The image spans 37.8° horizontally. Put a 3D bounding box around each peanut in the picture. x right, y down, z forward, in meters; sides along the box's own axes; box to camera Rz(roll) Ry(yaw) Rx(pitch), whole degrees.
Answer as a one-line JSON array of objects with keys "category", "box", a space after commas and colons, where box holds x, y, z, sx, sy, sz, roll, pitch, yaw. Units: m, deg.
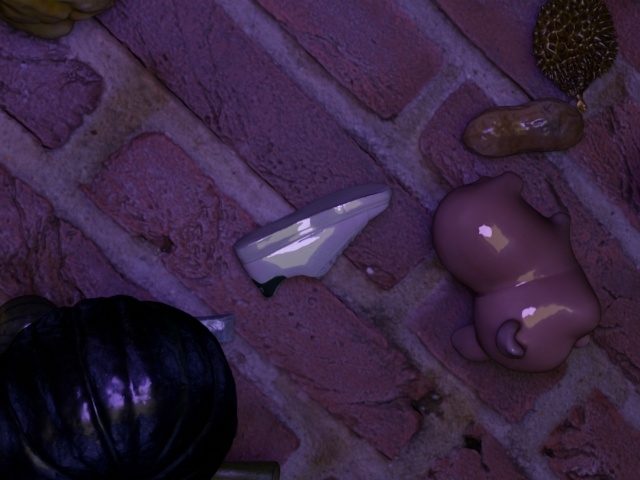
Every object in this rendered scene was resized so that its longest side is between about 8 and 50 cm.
[{"category": "peanut", "box": [0.335, -0.185, 1.532, 0.214, 0.099, 0.099, -7, 97, -5]}]

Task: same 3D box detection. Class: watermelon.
[{"category": "watermelon", "box": [-0.424, 0.131, 1.392, 0.133, 0.105, 0.105, -15, 99, -16]}]

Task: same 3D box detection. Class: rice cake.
[{"category": "rice cake", "box": [-0.255, 0.139, 1.460, 0.245, 0.042, 0.045, -1, 100, -12]}]

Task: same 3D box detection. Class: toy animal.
[{"category": "toy animal", "box": [0.306, 0.058, 1.492, 0.326, 0.237, 0.269, 36, 78, -8]}]

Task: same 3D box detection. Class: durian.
[{"category": "durian", "box": [0.420, -0.311, 1.529, 0.146, 0.102, 0.208, -9, 101, -17]}]

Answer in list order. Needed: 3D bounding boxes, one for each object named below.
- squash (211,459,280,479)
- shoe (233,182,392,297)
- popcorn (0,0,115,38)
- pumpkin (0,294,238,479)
[{"category": "squash", "box": [-0.129, 0.418, 1.460, 0.123, 0.170, 0.170, 13, 93, -1]}, {"category": "shoe", "box": [0.000, 0.000, 1.480, 0.265, 0.095, 0.110, -21, 105, -4]}, {"category": "popcorn", "box": [-0.393, -0.448, 1.248, 0.334, 0.293, 0.292, 32, 55, -13]}, {"category": "pumpkin", "box": [-0.296, 0.243, 1.311, 0.363, 0.363, 0.266, -18, 56, -10]}]
